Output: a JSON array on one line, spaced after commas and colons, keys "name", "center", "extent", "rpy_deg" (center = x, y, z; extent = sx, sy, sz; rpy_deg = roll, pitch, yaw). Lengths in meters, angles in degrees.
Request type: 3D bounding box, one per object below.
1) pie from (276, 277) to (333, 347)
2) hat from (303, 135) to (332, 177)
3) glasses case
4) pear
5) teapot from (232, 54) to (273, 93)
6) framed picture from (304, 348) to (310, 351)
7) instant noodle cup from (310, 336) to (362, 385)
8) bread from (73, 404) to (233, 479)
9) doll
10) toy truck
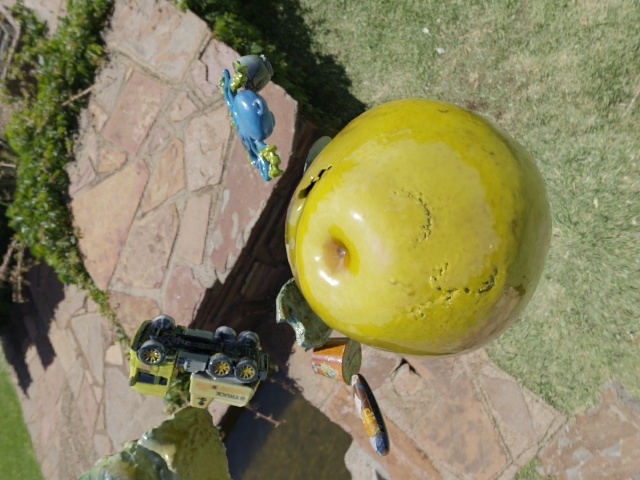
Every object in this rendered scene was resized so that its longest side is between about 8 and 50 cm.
[{"name": "pie", "center": [-0.050, 0.276, 1.599], "extent": [0.066, 0.302, 0.303], "rpy_deg": [-33, 72, 41]}, {"name": "hat", "center": [0.052, -0.248, 1.507], "extent": [0.129, 0.257, 0.258], "rpy_deg": [17, 99, 24]}, {"name": "glasses case", "center": [0.191, 0.670, 1.586], "extent": [0.321, 0.081, 0.122], "rpy_deg": [-114, 12, -50]}, {"name": "pear", "center": [0.124, -0.010, 0.476], "extent": [0.284, 0.336, 0.286], "rpy_deg": [-14, 70, 43]}, {"name": "teapot", "center": [-0.194, -0.497, 1.242], "extent": [0.108, 0.149, 0.111], "rpy_deg": [-32, 58, -8]}, {"name": "framed picture", "center": [-0.050, 0.393, 1.869], "extent": [0.195, 0.010, 0.200], "rpy_deg": [130, 138, -52]}, {"name": "instant noodle cup", "center": [0.073, 0.561, 1.946], "extent": [0.182, 0.230, 0.231], "rpy_deg": [-1, 89, 28]}, {"name": "bread", "center": [-0.406, 0.563, 0.896], "extent": [0.395, 0.264, 0.240], "rpy_deg": [-37, 72, 23]}, {"name": "doll", "center": [-0.202, -0.351, 1.252], "extent": [0.347, 0.098, 0.341], "rpy_deg": [65, 165, -7]}, {"name": "toy truck", "center": [-0.253, 0.266, 0.847], "extent": [0.271, 0.124, 0.157], "rpy_deg": [15, 107, -13]}]
